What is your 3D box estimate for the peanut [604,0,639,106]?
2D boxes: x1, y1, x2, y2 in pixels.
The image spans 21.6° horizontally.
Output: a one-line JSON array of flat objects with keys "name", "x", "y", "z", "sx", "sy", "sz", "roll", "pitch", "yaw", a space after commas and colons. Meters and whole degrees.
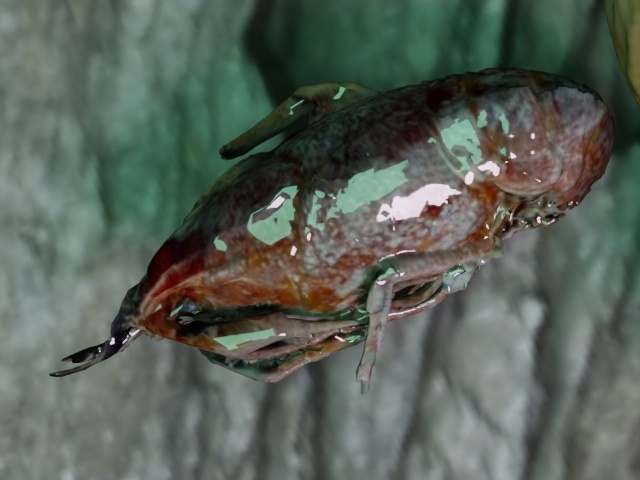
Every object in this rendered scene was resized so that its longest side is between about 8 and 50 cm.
[{"name": "peanut", "x": 0.146, "y": 0.003, "z": 0.456, "sx": 0.117, "sy": 0.101, "sz": 0.263, "roll": -8, "pitch": 92, "yaw": 36}]

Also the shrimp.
[{"name": "shrimp", "x": 0.000, "y": 0.000, "z": 0.517, "sx": 0.190, "sy": 0.073, "sz": 0.075, "roll": -30, "pitch": 42, "yaw": 7}]
